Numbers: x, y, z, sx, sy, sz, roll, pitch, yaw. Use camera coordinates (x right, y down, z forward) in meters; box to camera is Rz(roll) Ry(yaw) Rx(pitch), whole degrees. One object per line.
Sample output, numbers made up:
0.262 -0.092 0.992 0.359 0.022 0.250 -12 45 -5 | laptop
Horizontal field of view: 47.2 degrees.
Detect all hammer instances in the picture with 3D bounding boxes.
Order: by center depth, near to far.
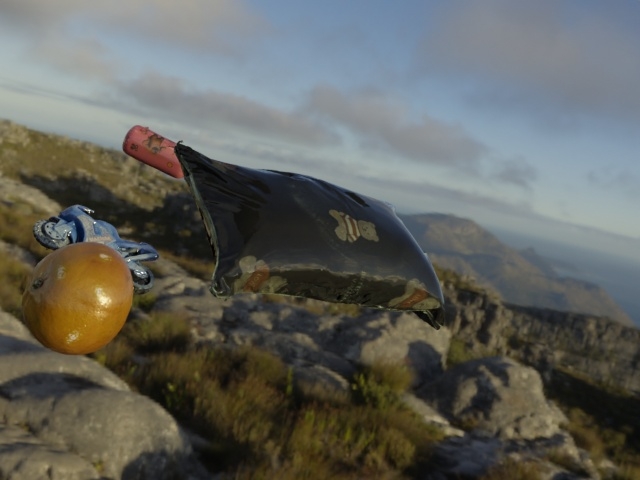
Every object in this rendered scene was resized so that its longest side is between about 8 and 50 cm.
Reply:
-0.190 -0.104 0.859 0.083 0.043 0.043 26 4 -4 | hammer

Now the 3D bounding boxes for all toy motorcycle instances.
-0.347 0.010 1.146 0.205 0.076 0.114 32 32 -27 | toy motorcycle

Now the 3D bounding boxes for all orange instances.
-0.323 0.075 0.973 0.124 0.156 0.156 26 -3 -36 | orange

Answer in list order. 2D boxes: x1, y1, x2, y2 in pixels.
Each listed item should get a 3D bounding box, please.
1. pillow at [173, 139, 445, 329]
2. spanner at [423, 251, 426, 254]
0.000 -0.001 0.377 0.150 0.048 0.090 12 25 -36 | pillow
0.187 0.058 1.694 0.054 0.015 0.254 19 -20 -3 | spanner
